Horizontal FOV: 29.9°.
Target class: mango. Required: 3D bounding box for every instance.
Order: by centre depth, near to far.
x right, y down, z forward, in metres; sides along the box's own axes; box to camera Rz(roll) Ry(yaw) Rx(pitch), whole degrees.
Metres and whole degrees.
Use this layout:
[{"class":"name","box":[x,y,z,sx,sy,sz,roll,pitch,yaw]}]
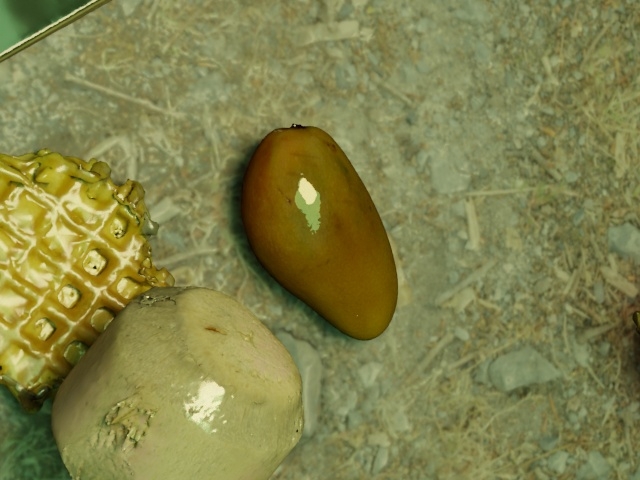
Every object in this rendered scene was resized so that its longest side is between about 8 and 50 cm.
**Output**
[{"class":"mango","box":[0.000,0.000,1.259,0.138,0.113,0.253,-36,111,-24]}]

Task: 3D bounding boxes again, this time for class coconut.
[{"class":"coconut","box":[-0.136,0.168,1.099,0.224,0.224,0.234,36,104,-19]}]

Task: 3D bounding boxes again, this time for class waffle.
[{"class":"waffle","box":[-0.272,0.042,1.162,0.280,0.060,0.262,-9,91,-27]}]

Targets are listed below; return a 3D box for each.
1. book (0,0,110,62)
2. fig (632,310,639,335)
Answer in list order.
[{"class":"book","box":[-0.323,-0.382,1.156,0.260,0.043,0.371,-34,102,-18]},{"class":"fig","box":[0.472,0.100,1.342,0.368,0.286,0.286,18,82,-43]}]
